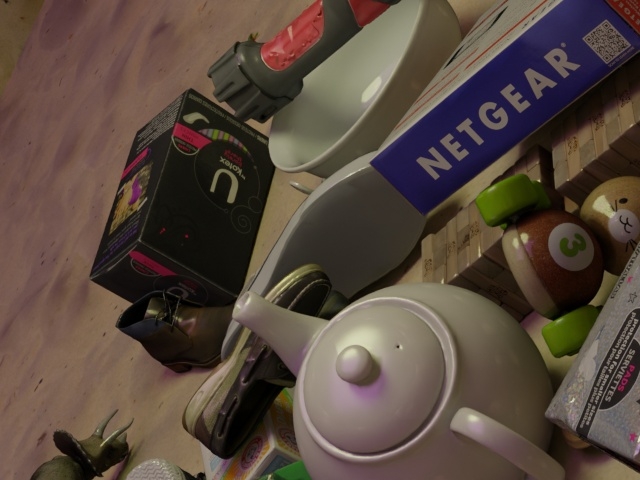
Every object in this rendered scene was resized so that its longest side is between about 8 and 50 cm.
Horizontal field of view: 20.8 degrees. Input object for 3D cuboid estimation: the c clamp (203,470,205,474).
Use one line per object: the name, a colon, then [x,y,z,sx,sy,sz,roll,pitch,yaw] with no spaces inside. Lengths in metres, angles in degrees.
c clamp: [-0.115,0.235,2.103,0.137,0.022,0.160,-44,26,21]

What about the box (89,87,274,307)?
box: [-0.183,-0.042,2.385,0.143,0.165,0.270,-33,35,46]

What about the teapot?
teapot: [0.075,0.139,1.531,0.256,0.187,0.252,-22,58,20]

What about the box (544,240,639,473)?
box: [0.307,0.069,1.266,0.247,0.163,0.142,-61,22,-4]

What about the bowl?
bowl: [0.078,-0.179,2.066,0.298,0.134,0.298,-45,27,31]

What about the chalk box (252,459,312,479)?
chalk box: [-0.038,0.341,1.621,0.180,0.179,0.289,-32,34,49]

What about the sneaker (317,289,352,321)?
sneaker: [0.078,0.110,1.781,0.121,0.111,0.300,-50,30,0]

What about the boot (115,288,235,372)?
boot: [-0.179,0.111,2.266,0.219,0.106,0.082,-28,38,51]

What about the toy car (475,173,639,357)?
toy car: [0.256,-0.009,1.502,0.188,0.155,0.149,-28,-9,13]

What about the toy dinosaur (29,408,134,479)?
toy dinosaur: [-0.341,0.339,2.221,0.313,0.121,0.160,-58,-23,-69]

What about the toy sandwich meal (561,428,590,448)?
toy sandwich meal: [0.239,0.143,1.491,0.085,0.029,0.085,-48,27,35]

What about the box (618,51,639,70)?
box: [0.355,-0.203,1.631,0.169,0.059,0.054,-32,33,47]

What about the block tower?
block tower: [0.237,-0.043,1.637,0.335,0.097,0.091,-41,29,32]

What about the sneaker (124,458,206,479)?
sneaker: [-0.111,0.359,1.849,0.101,0.153,0.268,-29,70,21]

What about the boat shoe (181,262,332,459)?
boat shoe: [-0.052,0.127,1.788,0.073,0.080,0.223,42,100,30]

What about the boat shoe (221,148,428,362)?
boat shoe: [0.007,0.005,2.017,0.367,0.136,0.156,-56,18,33]

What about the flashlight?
flashlight: [-0.014,-0.255,2.031,0.304,0.103,0.103,-35,66,36]

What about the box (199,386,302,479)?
box: [-0.054,0.228,1.877,0.114,0.103,0.203,-52,24,17]

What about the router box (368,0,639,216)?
router box: [0.228,-0.206,1.719,0.335,0.082,0.301,-39,10,45]
